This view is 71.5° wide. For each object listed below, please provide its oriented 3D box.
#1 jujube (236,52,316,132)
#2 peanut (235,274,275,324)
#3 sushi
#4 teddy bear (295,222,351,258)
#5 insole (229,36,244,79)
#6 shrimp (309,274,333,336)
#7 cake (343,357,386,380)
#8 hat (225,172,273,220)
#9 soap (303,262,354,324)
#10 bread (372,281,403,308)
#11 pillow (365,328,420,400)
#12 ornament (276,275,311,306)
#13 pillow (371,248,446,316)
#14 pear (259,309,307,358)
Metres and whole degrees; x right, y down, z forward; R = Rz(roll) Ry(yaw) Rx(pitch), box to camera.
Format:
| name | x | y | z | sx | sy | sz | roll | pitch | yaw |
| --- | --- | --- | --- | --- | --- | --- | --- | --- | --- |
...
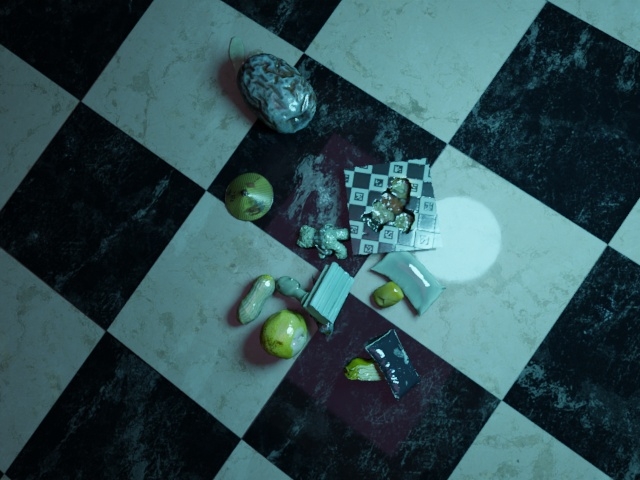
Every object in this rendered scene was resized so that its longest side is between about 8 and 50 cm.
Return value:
| name | x | y | z | sx | sy | sz | roll | pitch | yaw |
| --- | --- | --- | --- | --- | --- | --- | --- | --- | --- |
| jujube | -0.165 | -0.549 | 1.648 | 0.226 | 0.226 | 0.317 | -42 | 77 | 0 |
| peanut | -0.239 | 0.217 | 1.634 | 0.087 | 0.087 | 0.207 | 33 | 88 | 8 |
| sushi | 0.257 | -0.115 | 1.634 | 0.320 | 0.069 | 0.339 | -7 | 78 | 3 |
| teddy bear | 0.005 | -0.002 | 1.620 | 0.213 | 0.111 | 0.133 | 9 | 81 | 5 |
| insole | -0.328 | -0.723 | 1.776 | 0.063 | 0.010 | 0.192 | -11 | 83 | 4 |
| shrimp | -0.003 | 0.234 | 1.618 | 0.090 | 0.079 | 0.233 | -21 | 75 | 19 |
| cake | 0.171 | 0.452 | 1.561 | 0.184 | 0.116 | 0.080 | 10 | 84 | 11 |
| hat | -0.279 | -0.172 | 1.681 | 0.193 | 0.082 | 0.193 | -1 | 85 | 7 |
| soap | 0.031 | 0.185 | 1.563 | 0.114 | 0.063 | 0.198 | 44 | 54 | -17 |
| bread | 0.235 | 0.199 | 1.579 | 0.115 | 0.056 | 0.082 | -32 | 90 | 43 |
| pillow | 0.261 | 0.432 | 1.560 | 0.141 | 0.055 | 0.208 | -24 | 78 | -32 |
| ornament | -0.096 | 0.178 | 1.609 | 0.156 | 0.074 | 0.081 | 28 | 124 | 38 |
| pillow | 0.314 | 0.134 | 1.592 | 0.144 | 0.078 | 0.254 | -45 | 81 | 5 |
| pear | -0.126 | 0.328 | 1.573 | 0.178 | 0.178 | 0.178 | -1 | 84 | 6 |
